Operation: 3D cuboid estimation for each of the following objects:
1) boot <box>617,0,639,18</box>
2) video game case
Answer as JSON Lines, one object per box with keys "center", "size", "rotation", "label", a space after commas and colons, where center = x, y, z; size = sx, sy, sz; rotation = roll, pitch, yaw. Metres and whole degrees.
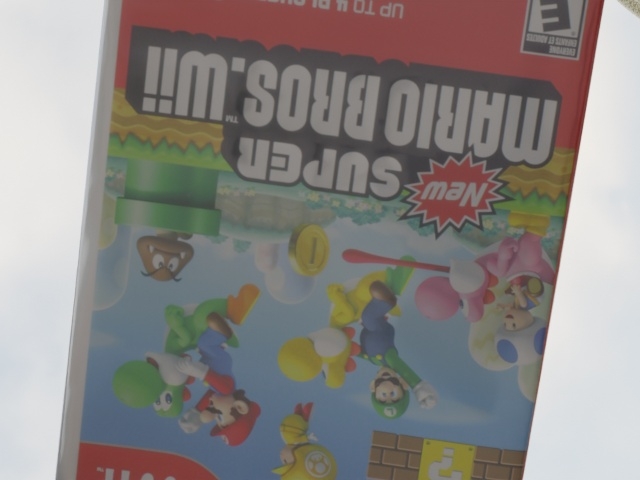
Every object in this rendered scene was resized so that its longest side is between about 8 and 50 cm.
{"center": [0.157, -0.244, 0.982], "size": [0.095, 0.203, 0.262], "rotation": [-25, -116, -12], "label": "boot"}
{"center": [0.000, 0.000, 0.815], "size": [0.204, 0.025, 0.285], "rotation": [8, -75, 1], "label": "video game case"}
